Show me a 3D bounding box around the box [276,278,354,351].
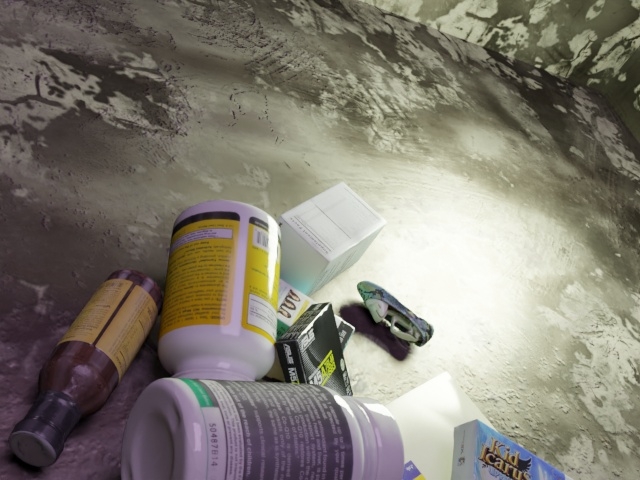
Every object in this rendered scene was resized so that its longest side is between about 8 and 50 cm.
[{"bbox_3d":[-0.063,0.141,1.528,0.244,0.060,0.100,34,36,-1],"label":"box"}]

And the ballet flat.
[{"bbox_3d":[0.147,0.153,1.686,0.188,0.070,0.070,32,36,2],"label":"ballet flat"}]

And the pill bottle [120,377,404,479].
[{"bbox_3d":[-0.070,0.298,1.139,0.360,0.204,0.204,10,42,-36],"label":"pill bottle"}]

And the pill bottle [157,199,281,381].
[{"bbox_3d":[-0.163,0.118,1.336,0.187,0.188,0.334,17,55,-23],"label":"pill bottle"}]

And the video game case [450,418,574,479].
[{"bbox_3d":[0.328,0.469,1.385,0.269,0.061,0.244,34,45,-22],"label":"video game case"}]

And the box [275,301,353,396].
[{"bbox_3d":[-0.006,0.219,1.381,0.190,0.045,0.184,-38,119,-67],"label":"box"}]

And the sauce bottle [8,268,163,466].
[{"bbox_3d":[-0.343,0.180,1.220,0.111,0.111,0.344,31,36,-5],"label":"sauce bottle"}]

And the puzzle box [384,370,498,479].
[{"bbox_3d":[0.183,0.403,1.433,0.408,0.052,0.272,-15,59,-47],"label":"puzzle box"}]

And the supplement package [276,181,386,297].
[{"bbox_3d":[0.000,0.000,1.678,0.139,0.134,0.244,43,36,11],"label":"supplement package"}]
